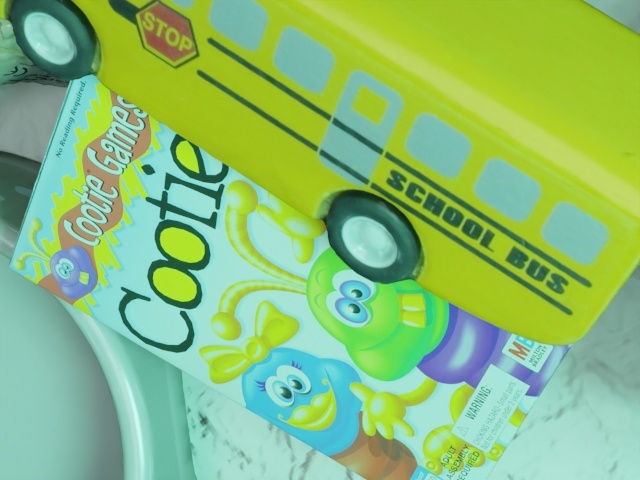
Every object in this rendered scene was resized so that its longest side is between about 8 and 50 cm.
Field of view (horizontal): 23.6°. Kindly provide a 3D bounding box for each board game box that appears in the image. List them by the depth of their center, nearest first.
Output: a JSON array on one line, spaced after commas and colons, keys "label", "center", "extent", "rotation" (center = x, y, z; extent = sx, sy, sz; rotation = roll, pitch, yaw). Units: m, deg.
[{"label": "board game box", "center": [0.000, 0.000, 0.820], "extent": [0.275, 0.144, 0.142], "rotation": [29, 124, 6]}]

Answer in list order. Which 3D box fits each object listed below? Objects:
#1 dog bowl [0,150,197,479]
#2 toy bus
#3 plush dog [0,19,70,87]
[{"label": "dog bowl", "center": [-0.235, 0.119, 0.917], "extent": [0.349, 0.102, 0.348], "rotation": [1, 96, 11]}, {"label": "toy bus", "center": [0.005, -0.088, 0.693], "extent": [0.333, 0.108, 0.130], "rotation": [33, 140, 9]}, {"label": "plush dog", "center": [-0.244, -0.194, 0.871], "extent": [0.262, 0.210, 0.225], "rotation": [-15, 77, -16]}]
